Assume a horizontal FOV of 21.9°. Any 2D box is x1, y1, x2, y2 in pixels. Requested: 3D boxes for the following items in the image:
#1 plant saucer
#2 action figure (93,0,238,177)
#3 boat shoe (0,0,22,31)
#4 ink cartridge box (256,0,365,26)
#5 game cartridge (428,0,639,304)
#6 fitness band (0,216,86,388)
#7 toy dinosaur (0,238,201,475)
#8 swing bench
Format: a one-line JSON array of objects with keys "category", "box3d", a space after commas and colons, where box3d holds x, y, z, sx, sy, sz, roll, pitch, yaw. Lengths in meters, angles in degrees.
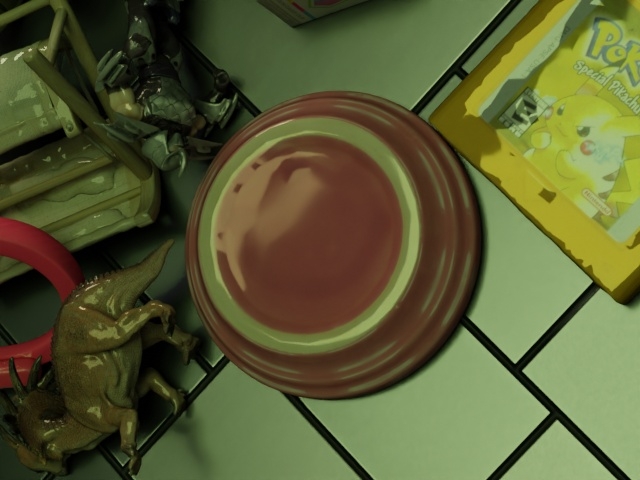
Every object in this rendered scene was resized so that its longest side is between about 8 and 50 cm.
[{"category": "plant saucer", "box3d": [0.000, 0.000, 1.739, 0.332, 0.084, 0.332, -3, 81, 21]}, {"category": "action figure", "box3d": [-0.177, -0.197, 1.794, 0.099, 0.185, 0.285, -22, 65, 25]}, {"category": "boat shoe", "box3d": [-0.399, -0.373, 1.942, 0.103, 0.113, 0.302, 5, 73, 23]}, {"category": "ink cartridge box", "box3d": [0.037, -0.299, 1.757, 0.209, 0.109, 0.062, -17, 77, 17]}, {"category": "game cartridge", "box3d": [0.313, -0.146, 1.659, 0.324, 0.052, 0.285, -48, 69, 9]}, {"category": "fitness band", "box3d": [-0.401, 0.070, 1.822, 0.290, 0.054, 0.209, -5, 122, 5]}, {"category": "toy dinosaur", "box3d": [-0.250, 0.131, 1.779, 0.200, 0.127, 0.296, 14, 94, 16]}, {"category": "swing bench", "box3d": [-0.342, -0.104, 1.824, 0.253, 0.255, 0.165, -21, 34, 16]}]
